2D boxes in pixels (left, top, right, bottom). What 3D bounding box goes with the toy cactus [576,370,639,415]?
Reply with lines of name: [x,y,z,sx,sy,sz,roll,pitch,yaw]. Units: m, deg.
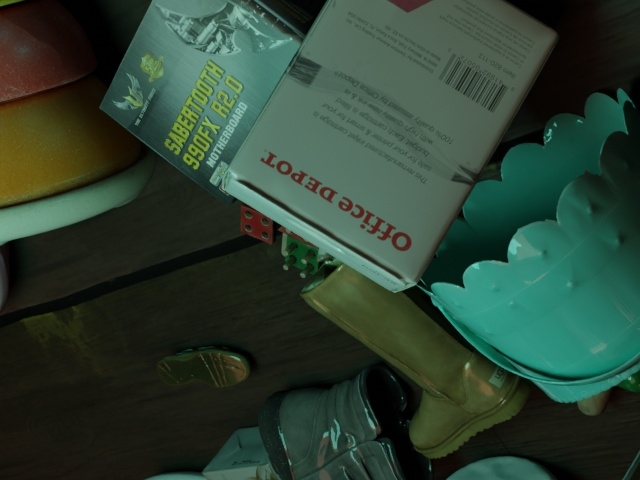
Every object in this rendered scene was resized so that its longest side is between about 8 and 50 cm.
toy cactus: [0.300,0.137,1.735,0.219,0.112,0.180,12,143,19]

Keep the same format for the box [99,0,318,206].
box: [-0.109,-0.177,1.654,0.183,0.056,0.231,38,126,5]

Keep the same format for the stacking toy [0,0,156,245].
stacking toy: [-0.399,-0.251,1.819,0.350,0.350,0.480,2,110,37]

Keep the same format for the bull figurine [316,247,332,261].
bull figurine: [0.035,-0.096,1.684,0.310,0.101,0.188,-34,75,44]

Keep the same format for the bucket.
bucket: [0.249,0.011,1.529,0.183,0.281,0.281,45,140,-10]

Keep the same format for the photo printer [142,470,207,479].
photo printer: [-0.141,0.477,2.371,0.256,0.107,0.307,-1,124,39]

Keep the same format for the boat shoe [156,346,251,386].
boat shoe: [-0.153,0.169,2.158,0.153,0.048,0.056,-10,107,35]

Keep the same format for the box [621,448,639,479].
box: [0.435,0.347,1.685,0.143,0.191,0.381,13,143,38]

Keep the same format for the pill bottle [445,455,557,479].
pill bottle: [0.249,0.432,1.976,0.169,0.169,0.301,5,128,35]

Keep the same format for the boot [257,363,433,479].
boot: [0.059,0.334,2.034,0.223,0.118,0.338,-15,102,45]

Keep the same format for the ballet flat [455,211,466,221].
ballet flat: [0.125,-0.027,1.740,0.247,0.083,0.087,17,111,25]

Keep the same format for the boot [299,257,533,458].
boot: [0.089,0.127,1.852,0.269,0.089,0.236,36,141,-10]

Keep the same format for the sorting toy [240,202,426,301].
sorting toy: [0.000,0.000,1.874,0.274,0.046,0.132,25,138,18]

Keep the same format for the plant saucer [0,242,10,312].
plant saucer: [-0.574,-0.017,2.279,0.332,0.084,0.332,21,136,21]

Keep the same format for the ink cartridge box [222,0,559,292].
ink cartridge box: [0.062,-0.121,1.499,0.207,0.283,0.117,31,171,-3]

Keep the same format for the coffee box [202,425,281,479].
coffee box: [-0.031,0.379,2.202,0.141,0.098,0.246,-13,117,44]

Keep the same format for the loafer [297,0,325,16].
loafer: [-0.090,-0.197,1.733,0.267,0.096,0.084,-10,125,41]
